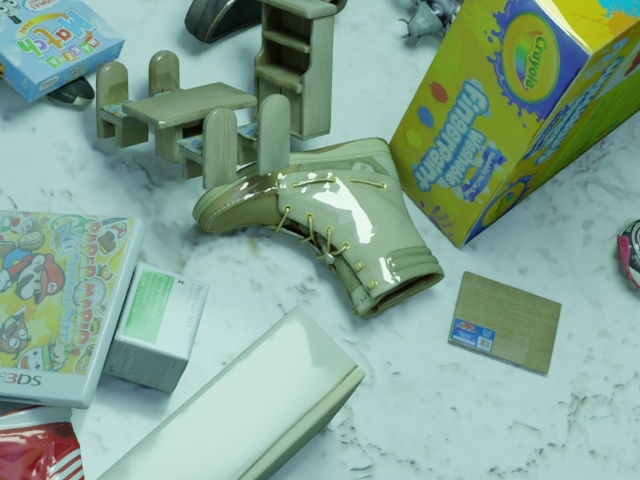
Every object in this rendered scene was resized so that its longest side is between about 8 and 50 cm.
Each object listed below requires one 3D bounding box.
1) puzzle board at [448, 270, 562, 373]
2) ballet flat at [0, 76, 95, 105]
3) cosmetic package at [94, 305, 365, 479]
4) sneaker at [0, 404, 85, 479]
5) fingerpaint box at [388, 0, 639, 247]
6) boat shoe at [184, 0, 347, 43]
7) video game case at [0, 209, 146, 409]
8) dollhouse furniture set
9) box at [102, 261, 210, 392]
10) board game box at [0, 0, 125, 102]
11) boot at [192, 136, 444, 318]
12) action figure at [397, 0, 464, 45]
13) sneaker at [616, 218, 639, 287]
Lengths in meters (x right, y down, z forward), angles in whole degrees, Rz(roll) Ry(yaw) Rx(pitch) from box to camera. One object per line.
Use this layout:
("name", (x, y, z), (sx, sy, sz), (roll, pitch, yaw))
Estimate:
("puzzle board", (0.222, 0.099, 1.960), (0.128, 0.011, 0.096), (19, 62, -5))
("ballet flat", (-0.353, -0.198, 1.942), (0.173, 0.049, 0.057), (21, 33, -10))
("cosmetic package", (-0.108, 0.223, 1.727), (0.113, 0.160, 0.309), (44, 63, 8))
("sneaker", (-0.348, 0.252, 1.691), (0.221, 0.087, 0.128), (-15, 68, -20))
("fingerpaint box", (0.298, -0.237, 1.898), (0.371, 0.445, 0.163), (-36, 77, -26))
("boat shoe", (-0.014, -0.341, 2.045), (0.355, 0.132, 0.130), (-38, 81, -27))
("video game case", (-0.314, 0.070, 1.769), (0.206, 0.026, 0.227), (3, 59, 19))
("dollhouse furniture set", (-0.108, -0.187, 1.875), (0.242, 0.161, 0.212), (-18, 31, -37))
("box", (-0.182, 0.097, 1.800), (0.087, 0.102, 0.101), (18, 60, -8))
("board game box", (-0.361, -0.267, 1.934), (0.211, 0.039, 0.160), (42, 43, 11))
("boot", (0.000, 0.000, 1.904), (0.262, 0.095, 0.203), (-15, 70, -26))
("action figure", (0.211, -0.330, 2.120), (0.285, 0.099, 0.185), (-36, 89, -24))
("sneaker", (0.512, 0.004, 2.027), (0.299, 0.112, 0.120), (0, 65, -14))
